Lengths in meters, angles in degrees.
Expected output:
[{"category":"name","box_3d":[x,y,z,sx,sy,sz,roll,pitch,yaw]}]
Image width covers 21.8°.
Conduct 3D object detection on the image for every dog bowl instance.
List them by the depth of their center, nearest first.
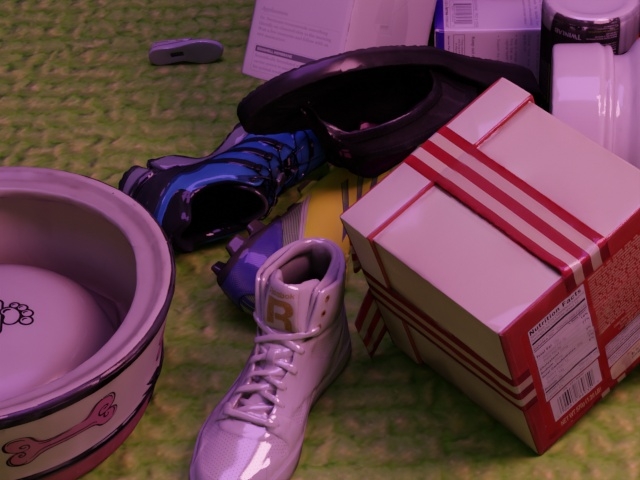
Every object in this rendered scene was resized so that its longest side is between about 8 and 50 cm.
[{"category":"dog bowl","box_3d":[-0.343,0.100,1.676,0.408,0.150,0.408,-2,37,2]}]

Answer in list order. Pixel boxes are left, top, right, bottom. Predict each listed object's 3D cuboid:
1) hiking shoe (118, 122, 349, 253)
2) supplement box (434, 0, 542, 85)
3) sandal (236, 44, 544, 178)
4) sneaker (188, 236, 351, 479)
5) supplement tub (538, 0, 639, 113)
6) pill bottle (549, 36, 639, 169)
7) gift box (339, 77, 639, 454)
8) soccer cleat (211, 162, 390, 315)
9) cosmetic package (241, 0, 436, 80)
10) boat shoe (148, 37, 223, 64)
[{"category":"hiking shoe","box_3d":[-0.075,-0.066,1.896,0.304,0.113,0.132,-29,40,-20]},{"category":"supplement box","box_3d":[0.255,-0.249,2.102,0.220,0.114,0.111,-1,37,5]},{"category":"sandal","box_3d":[0.103,-0.137,1.851,0.446,0.167,0.107,-3,67,-44]},{"category":"sneaker","box_3d":[-0.053,0.119,1.614,0.108,0.169,0.292,12,42,16]},{"category":"supplement tub","box_3d":[0.319,-0.211,1.983,0.117,0.190,0.117,-2,39,2]},{"category":"pill bottle","box_3d":[0.450,-0.120,1.832,0.392,0.224,0.224,2,38,7]},{"category":"gift box","box_3d":[0.181,0.036,1.645,0.255,0.276,0.258,-37,51,-18]},{"category":"soccer cleat","box_3d":[-0.001,0.001,1.846,0.121,0.093,0.289,44,47,7]},{"category":"cosmetic package","box_3d":[0.034,-0.290,1.980,0.138,0.224,0.224,18,12,26]},{"category":"boat shoe","box_3d":[-0.178,-0.256,2.210,0.100,0.035,0.035,-7,40,7]}]
